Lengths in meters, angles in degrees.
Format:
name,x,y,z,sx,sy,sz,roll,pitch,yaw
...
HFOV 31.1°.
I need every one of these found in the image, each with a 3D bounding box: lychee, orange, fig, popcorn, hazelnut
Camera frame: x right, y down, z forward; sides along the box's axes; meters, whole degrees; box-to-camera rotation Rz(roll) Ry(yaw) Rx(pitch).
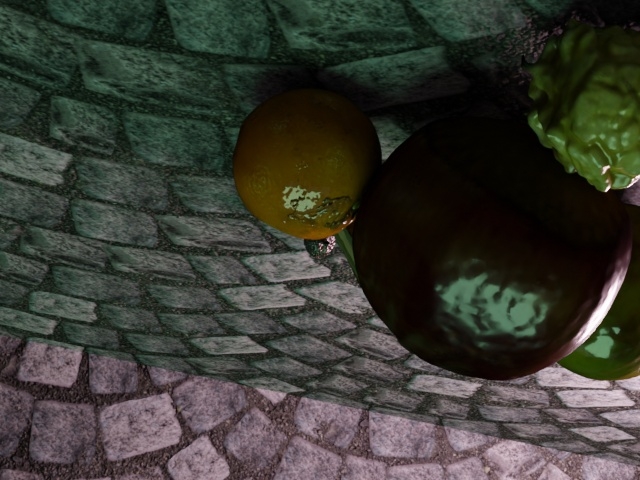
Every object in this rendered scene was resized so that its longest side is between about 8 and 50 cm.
name,x,y,z,sx,sy,sz,roll,pitch,yaw
lychee,0.000,0.000,2.353,0.067,0.068,0.083,-25,-163,-32
orange,-0.023,-0.128,1.856,0.246,0.246,0.246,8,157,3
fig,0.505,0.088,2.082,0.343,0.343,0.343,8,157,3
popcorn,0.382,-0.190,1.567,0.225,0.249,0.249,22,155,-10
hazelnut,0.251,0.014,1.762,0.421,0.420,0.353,6,-175,6

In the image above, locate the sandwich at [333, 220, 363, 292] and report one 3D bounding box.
name,x,y,z,sx,sy,sz,roll,pitch,yaw
sandwich,0.144,-0.016,2.226,0.198,0.227,0.155,-25,157,-11
